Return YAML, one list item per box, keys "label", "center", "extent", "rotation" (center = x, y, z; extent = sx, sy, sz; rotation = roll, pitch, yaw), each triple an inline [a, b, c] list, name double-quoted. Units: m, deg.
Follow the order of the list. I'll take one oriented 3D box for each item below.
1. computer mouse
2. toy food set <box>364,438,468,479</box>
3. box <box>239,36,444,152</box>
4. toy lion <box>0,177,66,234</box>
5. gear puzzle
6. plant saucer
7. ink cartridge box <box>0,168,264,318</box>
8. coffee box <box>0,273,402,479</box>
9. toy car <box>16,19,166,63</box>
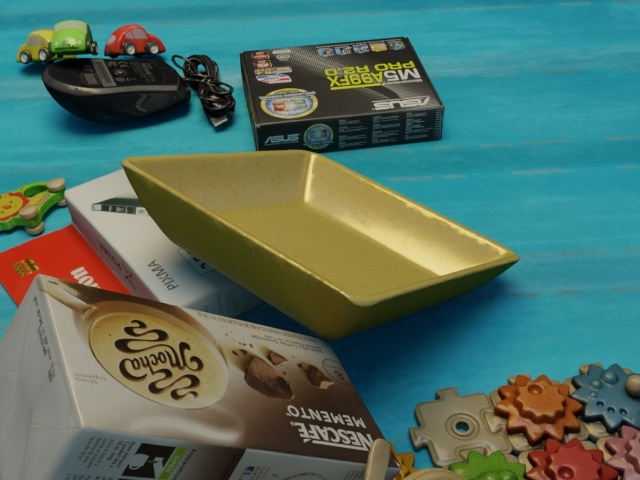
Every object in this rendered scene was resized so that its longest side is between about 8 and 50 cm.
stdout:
- label: "computer mouse"
  center: [-0.273, -0.215, 1.321]
  extent: [0.272, 0.072, 0.188]
  rotation: [-3, 36, -21]
- label: "toy food set"
  center: [0.097, 0.252, 0.721]
  extent: [0.192, 0.038, 0.132]
  rotation: [32, 50, -16]
- label: "box"
  center: [0.025, -0.218, 1.316]
  extent: [0.270, 0.060, 0.216]
  rotation: [-7, 40, -6]
- label: "toy lion"
  center: [-0.388, -0.045, 1.146]
  extent: [0.096, 0.034, 0.100]
  rotation: [7, 40, 21]
- label: "gear puzzle"
  center: [0.177, 0.191, 0.839]
  extent: [0.339, 0.044, 0.175]
  rotation: [-8, 41, -8]
- label: "plant saucer"
  center: [0.000, 0.000, 0.972]
  extent: [0.333, 0.081, 0.333]
  rotation: [30, 22, 31]
- label: "ink cartridge box"
  center: [-0.234, 0.025, 1.036]
  extent: [0.239, 0.060, 0.275]
  rotation: [-25, 46, -28]
- label: "coffee box"
  center: [-0.101, 0.150, 0.724]
  extent: [0.297, 0.119, 0.168]
  rotation: [18, 25, -37]
- label: "toy car"
  center: [-0.366, -0.306, 1.358]
  extent: [0.239, 0.053, 0.225]
  rotation: [-5, 9, -4]
